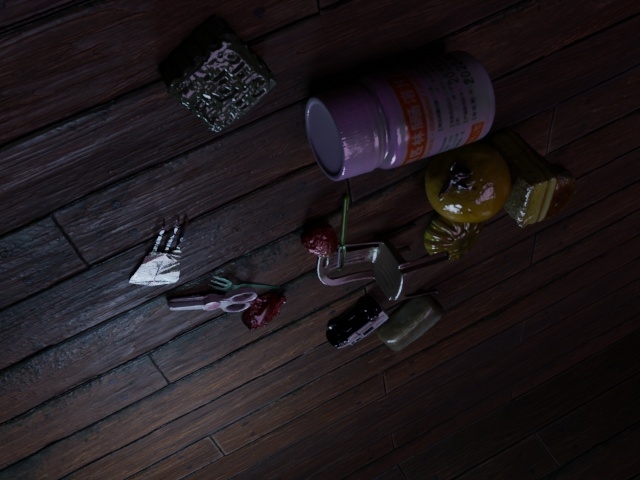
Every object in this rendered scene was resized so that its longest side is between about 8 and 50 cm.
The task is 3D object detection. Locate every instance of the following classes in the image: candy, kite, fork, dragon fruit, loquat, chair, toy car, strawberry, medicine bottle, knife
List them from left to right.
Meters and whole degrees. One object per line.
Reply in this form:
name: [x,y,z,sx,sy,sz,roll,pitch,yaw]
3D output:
kite: [-0.380,0.032,1.652,0.127,0.016,0.229,-6,136,-36]
fork: [-0.199,0.126,1.882,0.235,0.021,0.039,10,129,-42]
dragon fruit: [-0.154,0.208,1.969,0.131,0.063,0.097,-14,139,-24]
strawberry: [0.000,0.001,1.825,0.106,0.106,0.106,-20,141,-17]
knife: [0.065,-0.025,1.851,0.054,0.015,0.212,-37,134,-61]
toy car: [0.119,0.273,2.222,0.210,0.089,0.108,-39,148,2]
chair: [0.175,0.080,1.972,0.326,0.183,0.175,-16,139,-23]
medicine bottle: [0.177,-0.281,1.543,0.388,0.219,0.219,-18,140,-18]
candy: [0.307,0.278,2.353,0.234,0.102,0.104,-45,142,13]
loquat: [0.393,-0.157,1.835,0.244,0.244,0.244,-20,141,-17]

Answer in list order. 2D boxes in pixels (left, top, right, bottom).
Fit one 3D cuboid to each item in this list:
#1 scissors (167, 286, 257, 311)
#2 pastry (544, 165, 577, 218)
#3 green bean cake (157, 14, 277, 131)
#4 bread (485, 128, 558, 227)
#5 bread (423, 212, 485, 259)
scissors: [-0.291,0.164,1.838,0.242,0.030,0.118,0,148,-32]
pastry: [0.733,-0.146,2.201,0.182,0.093,0.192,-4,133,-37]
green bean cake: [-0.196,-0.315,1.336,0.173,0.094,0.181,-38,142,8]
bread: [0.550,-0.178,1.915,0.110,0.234,0.184,-20,142,-14]
bread: [0.412,-0.023,2.097,0.213,0.105,0.213,-17,140,-15]
